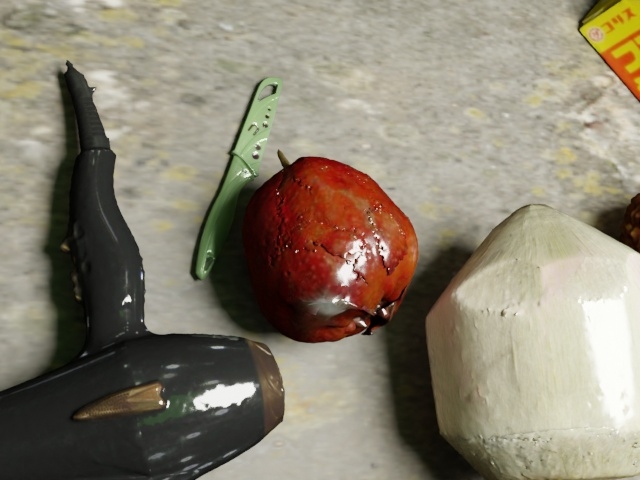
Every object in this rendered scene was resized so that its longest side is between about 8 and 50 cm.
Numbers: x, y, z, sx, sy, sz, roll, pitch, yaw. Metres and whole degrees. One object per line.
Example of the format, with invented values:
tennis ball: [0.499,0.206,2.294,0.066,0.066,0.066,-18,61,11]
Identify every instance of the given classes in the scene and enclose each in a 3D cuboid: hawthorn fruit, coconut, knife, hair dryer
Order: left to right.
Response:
hair dryer: [-0.201,0.026,0.663,0.303,0.120,0.360,-9,70,-11]
knife: [-0.069,-0.058,0.765,0.030,0.014,0.207,23,69,-15]
hawthorn fruit: [0.000,0.000,0.715,0.148,0.148,0.172,-25,72,-26]
coconut: [0.198,0.086,0.738,0.224,0.224,0.234,9,71,-21]

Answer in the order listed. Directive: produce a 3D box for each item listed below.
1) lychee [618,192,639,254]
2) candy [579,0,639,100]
lychee: [0.387,0.021,0.853,0.188,0.188,0.188,6,75,-22]
candy: [0.428,-0.182,0.941,0.276,0.146,0.088,46,63,-6]
